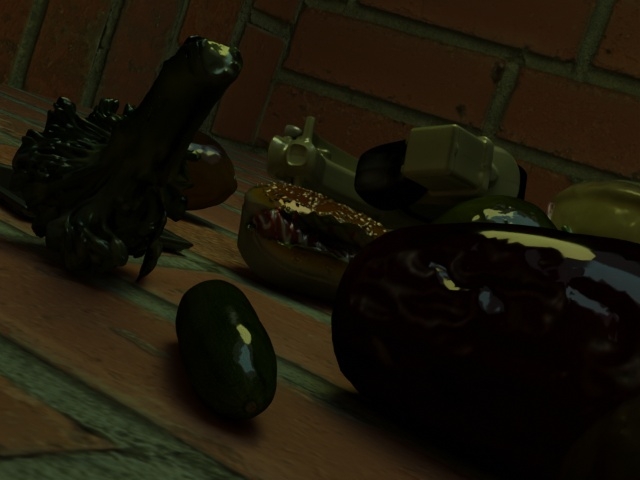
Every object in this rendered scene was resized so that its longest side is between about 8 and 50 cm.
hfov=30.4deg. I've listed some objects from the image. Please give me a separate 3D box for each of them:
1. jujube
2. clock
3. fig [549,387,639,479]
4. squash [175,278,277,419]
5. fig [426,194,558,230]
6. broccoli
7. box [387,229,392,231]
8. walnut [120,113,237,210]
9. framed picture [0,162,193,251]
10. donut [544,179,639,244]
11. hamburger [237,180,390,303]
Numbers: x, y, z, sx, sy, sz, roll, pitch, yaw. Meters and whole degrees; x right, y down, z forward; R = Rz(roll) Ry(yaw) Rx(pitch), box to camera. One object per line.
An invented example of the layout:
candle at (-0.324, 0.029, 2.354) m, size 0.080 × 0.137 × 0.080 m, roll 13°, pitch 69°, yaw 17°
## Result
jujube at (0.168, 0.087, 0.933) m, size 0.318 × 0.223 × 0.223 m, roll 14°, pitch 3°, yaw 29°
clock at (0.086, -0.080, 1.586) m, size 0.379 × 0.120 × 0.276 m, roll -2°, pitch -18°, yaw 38°
fig at (0.263, 0.183, 0.538) m, size 0.321 × 0.217 × 0.217 m, roll 48°, pitch 19°, yaw 26°
squash at (-0.075, 0.071, 0.882) m, size 0.069 × 0.069 × 0.258 m, roll 18°, pitch 6°, yaw -13°
fig at (0.220, 0.075, 1.366) m, size 0.206 × 0.206 × 0.275 m, roll 16°, pitch 21°, yaw -27°
broccoli at (-0.183, -0.069, 1.087) m, size 0.177 × 0.198 × 0.275 m, roll 37°, pitch -31°, yaw -12°
box at (0.179, -0.012, 1.957) m, size 0.200 × 0.106 × 0.299 m, roll 25°, pitch -7°, yaw -42°
walnut at (-0.237, -0.117, 1.767) m, size 0.245 × 0.137 × 0.137 m, roll 19°, pitch 6°, yaw 8°
framed picture at (-0.322, -0.050, 1.446) m, size 0.231 × 0.018 × 0.293 m, roll 14°, pitch 8°, yaw -40°
donut at (0.467, 0.046, 1.813) m, size 0.307 × 0.150 × 0.371 m, roll 32°, pitch -21°, yaw 14°
hamburger at (0.000, 0.000, 1.443) m, size 0.210 × 0.116 × 0.173 m, roll 18°, pitch 22°, yaw -16°
